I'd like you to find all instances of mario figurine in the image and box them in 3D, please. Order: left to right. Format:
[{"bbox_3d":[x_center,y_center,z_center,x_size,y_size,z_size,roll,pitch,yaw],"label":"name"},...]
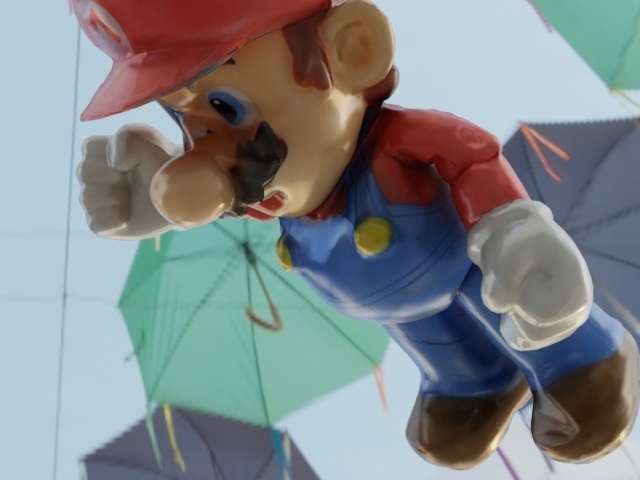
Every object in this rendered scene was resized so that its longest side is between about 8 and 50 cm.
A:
[{"bbox_3d":[0.000,0.000,0.702,0.198,0.170,0.320,-35,-66,17],"label":"mario figurine"}]
